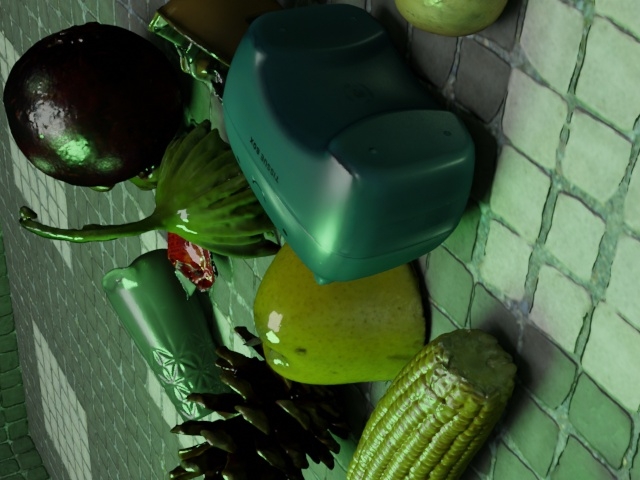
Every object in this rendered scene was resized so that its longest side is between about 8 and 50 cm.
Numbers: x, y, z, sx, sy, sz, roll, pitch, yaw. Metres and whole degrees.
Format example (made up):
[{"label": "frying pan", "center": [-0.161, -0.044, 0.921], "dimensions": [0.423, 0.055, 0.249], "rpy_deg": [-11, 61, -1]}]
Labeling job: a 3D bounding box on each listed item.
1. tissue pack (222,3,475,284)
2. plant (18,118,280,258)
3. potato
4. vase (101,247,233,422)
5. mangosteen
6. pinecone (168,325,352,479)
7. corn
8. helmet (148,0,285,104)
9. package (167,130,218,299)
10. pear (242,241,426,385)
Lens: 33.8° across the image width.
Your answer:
[{"label": "tissue pack", "center": [0.021, -0.097, 1.131], "dimensions": [0.287, 0.198, 0.206], "rpy_deg": [55, 148, 29]}, {"label": "plant", "center": [-0.218, -0.017, 1.524], "dimensions": [0.251, 0.333, 0.180], "rpy_deg": [35, 151, 34]}, {"label": "potato", "center": [0.119, -0.245, 0.974], "dimensions": [0.147, 0.112, 0.112], "rpy_deg": [179, 77, -70]}, {"label": "vase", "center": [-0.261, 0.175, 1.908], "dimensions": [0.301, 0.156, 0.251], "rpy_deg": [64, -178, 4]}, {"label": "mangosteen", "center": [-0.371, -0.208, 1.730], "dimensions": [0.297, 0.297, 0.293], "rpy_deg": [49, 133, 40]}, {"label": "pinecone", "center": [-0.086, 0.256, 1.480], "dimensions": [0.244, 0.309, 0.244], "rpy_deg": [42, 171, 8]}, {"label": "corn", "center": [0.119, 0.222, 1.206], "dimensions": [0.131, 0.131, 0.344], "rpy_deg": [58, 147, 30]}, {"label": "helmet", "center": [-0.098, -0.245, 1.289], "dimensions": [0.198, 0.130, 0.224], "rpy_deg": [34, 172, 15]}, {"label": "package", "center": [-0.233, -0.037, 1.807], "dimensions": [0.194, 0.071, 0.269], "rpy_deg": [-19, 84, 57]}, {"label": "pear", "center": [-0.001, 0.085, 1.291], "dimensions": [0.267, 0.178, 0.267], "rpy_deg": [28, 130, 40]}]
